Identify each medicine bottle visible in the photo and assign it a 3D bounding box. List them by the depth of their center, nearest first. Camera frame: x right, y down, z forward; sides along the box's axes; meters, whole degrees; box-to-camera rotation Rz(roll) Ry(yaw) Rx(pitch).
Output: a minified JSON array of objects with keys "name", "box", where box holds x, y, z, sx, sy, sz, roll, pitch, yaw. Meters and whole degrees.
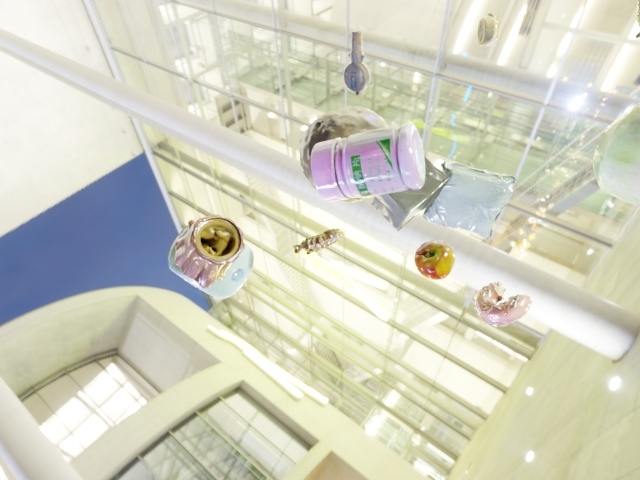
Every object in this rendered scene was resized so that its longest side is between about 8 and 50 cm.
[{"name":"medicine bottle","box":[0.156,-0.246,1.342,0.212,0.325,0.212,-6,-90,-66]}]

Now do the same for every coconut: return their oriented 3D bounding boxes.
[{"name":"coconut","box":[0.675,-0.167,0.801,0.236,0.236,0.204,-33,-50,-45]}]

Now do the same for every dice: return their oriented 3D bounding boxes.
[{"name":"dice","box":[-0.474,0.084,1.827,0.264,0.268,0.262,-58,-39,-11]}]

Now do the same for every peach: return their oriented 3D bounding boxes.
[{"name":"peach","box":[0.515,0.090,1.865,0.197,0.197,0.197,-43,-31,-34]}]

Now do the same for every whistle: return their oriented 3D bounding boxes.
[{"name":"whistle","box":[0.131,-0.635,1.500,0.057,0.107,0.220,-35,-45,-40]}]

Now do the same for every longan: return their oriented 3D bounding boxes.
[{"name":"longan","box":[0.124,-0.356,1.755,0.436,0.404,0.404,-33,-38,-50]}]

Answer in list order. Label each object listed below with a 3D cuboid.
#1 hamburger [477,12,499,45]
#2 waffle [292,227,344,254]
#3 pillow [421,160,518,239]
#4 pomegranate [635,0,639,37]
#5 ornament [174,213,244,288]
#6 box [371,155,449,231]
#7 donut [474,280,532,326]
[{"name":"hamburger","box":[0.749,-0.935,1.844,0.126,0.081,0.141,79,-173,-52]},{"name":"waffle","box":[0.000,0.000,2.162,0.260,0.069,0.293,-25,-8,9]},{"name":"pillow","box":[0.593,-0.161,1.681,0.138,0.310,0.283,-66,-11,-66]},{"name":"pomegranate","box":[1.324,-0.864,1.517,0.291,0.291,0.323,70,-141,-58]},{"name":"ornament","box":[-0.370,0.029,1.425,0.221,0.235,0.217,-5,-15,-30]},{"name":"box","box":[0.329,-0.177,1.539,0.231,0.149,0.155,-39,-16,-19]},{"name":"donut","box":[0.747,0.264,1.747,0.199,0.233,0.085,-38,-67,-8]}]
